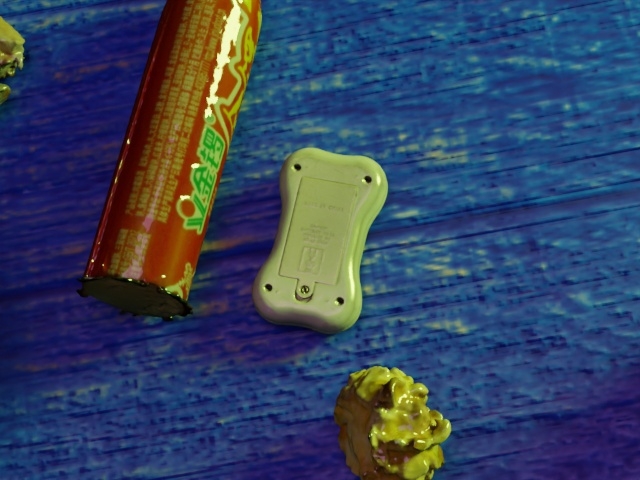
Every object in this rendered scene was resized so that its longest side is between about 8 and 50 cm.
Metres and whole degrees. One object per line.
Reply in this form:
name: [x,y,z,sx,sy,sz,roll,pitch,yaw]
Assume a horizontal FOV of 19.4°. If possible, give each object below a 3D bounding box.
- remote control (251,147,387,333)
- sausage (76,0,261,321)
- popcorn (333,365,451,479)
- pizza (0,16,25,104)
remote control: [0.000,0.000,1.237,0.074,0.032,0.122,11,75,11]
sausage: [-0.093,-0.081,1.253,0.083,0.083,0.264,11,74,11]
popcorn: [0.043,0.116,1.173,0.057,0.083,0.082,-13,45,-24]
pizza: [-0.313,-0.100,1.306,0.185,0.052,0.195,19,77,17]
